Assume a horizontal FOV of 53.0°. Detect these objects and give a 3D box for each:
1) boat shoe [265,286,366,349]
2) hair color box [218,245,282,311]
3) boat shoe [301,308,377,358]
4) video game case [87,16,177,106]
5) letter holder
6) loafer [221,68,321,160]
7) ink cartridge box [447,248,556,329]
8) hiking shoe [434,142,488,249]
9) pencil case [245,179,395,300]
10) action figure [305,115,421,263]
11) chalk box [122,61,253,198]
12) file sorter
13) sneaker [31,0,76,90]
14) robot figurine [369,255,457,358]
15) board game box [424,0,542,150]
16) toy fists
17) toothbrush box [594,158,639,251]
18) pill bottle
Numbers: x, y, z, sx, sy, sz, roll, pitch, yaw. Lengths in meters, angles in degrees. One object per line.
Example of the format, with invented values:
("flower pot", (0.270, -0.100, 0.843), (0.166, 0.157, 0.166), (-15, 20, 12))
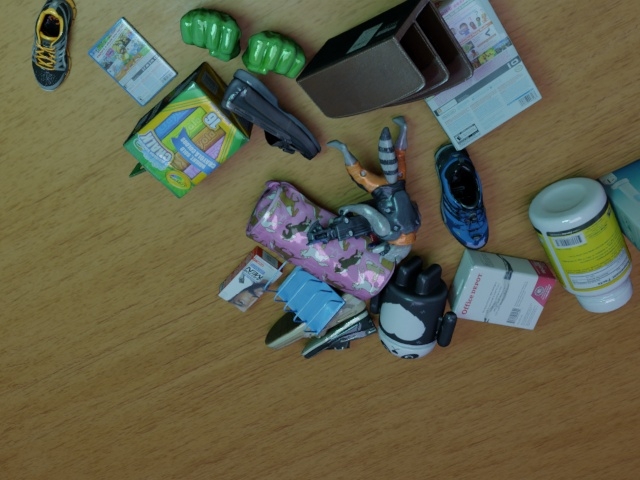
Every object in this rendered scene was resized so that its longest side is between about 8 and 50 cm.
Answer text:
("boat shoe", (-0.015, 0.228, 1.784), (0.302, 0.109, 0.098), (-33, 114, 9))
("hair color box", (-0.189, 0.106, 1.738), (0.093, 0.053, 0.167), (36, 113, -20))
("boat shoe", (0.050, 0.282, 1.820), (0.233, 0.084, 0.079), (-31, 99, 13))
("video game case", (-0.428, -0.405, 1.467), (0.119, 0.015, 0.166), (-37, 114, 18))
("letter holder", (0.137, -0.343, 1.357), (0.301, 0.152, 0.214), (-6, 133, 51))
("loafer", (-0.114, -0.263, 1.460), (0.095, 0.109, 0.302), (-54, 137, -4))
("ink cartridge box", (0.487, 0.134, 1.750), (0.237, 0.100, 0.172), (10, 118, -9))
("hiking shoe", (0.355, -0.088, 1.604), (0.113, 0.132, 0.304), (-20, 118, 9))
("pencil case", (0.000, 0.000, 1.627), (0.386, 0.167, 0.160), (29, 146, -17))
("action figure", (0.124, -0.091, 1.516), (0.341, 0.178, 0.330), (-26, 105, -29))
("chalk box", (-0.318, -0.232, 1.475), (0.289, 0.180, 0.179), (-37, 114, 18))
("file sorter", (-0.045, 0.146, 1.675), (0.170, 0.104, 0.118), (44, 100, 22))
("sneaker", (-0.596, -0.429, 1.410), (0.084, 0.083, 0.215), (13, 119, -11))
("robot figurine", (0.246, 0.186, 1.727), (0.173, 0.209, 0.278), (-2, 120, -16))
("board game box", (0.323, -0.392, 1.456), (0.224, 0.098, 0.303), (-32, 116, 15))
("toy fists", (-0.166, -0.424, 1.385), (0.279, 0.142, 0.096), (18, 106, -11))
("toothbrush box", (0.828, -0.084, 1.530), (0.216, 0.296, 0.126), (-27, 116, 12))
("pill bottle", (0.678, 0.020, 1.644), (0.187, 0.188, 0.334), (-27, 117, 13))
